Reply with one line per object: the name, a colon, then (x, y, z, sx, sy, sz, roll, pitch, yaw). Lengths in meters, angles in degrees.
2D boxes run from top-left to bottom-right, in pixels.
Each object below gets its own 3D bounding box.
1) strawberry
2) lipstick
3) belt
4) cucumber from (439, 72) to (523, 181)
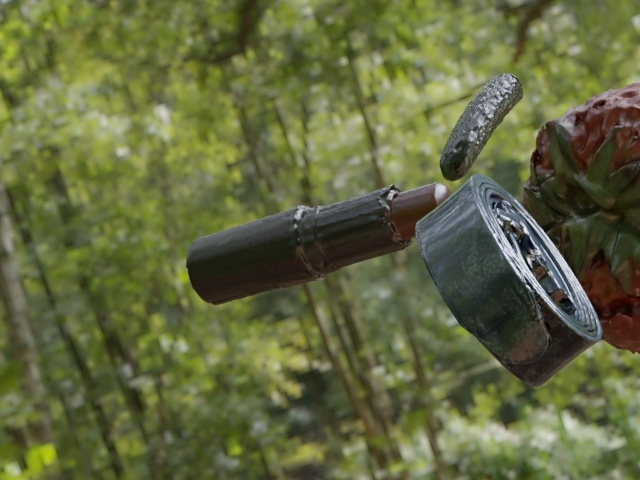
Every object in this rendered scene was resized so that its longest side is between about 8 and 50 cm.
strawberry: (0.390, -0.031, 1.983, 0.267, 0.312, 0.351, 5, 13, 36)
lipstick: (0.000, 0.000, 1.807, 0.300, 0.081, 0.081, -15, -2, 25)
belt: (0.153, 0.036, 1.450, 0.082, 0.190, 0.141, -42, -42, 19)
cucumber: (0.207, -0.148, 2.326, 0.052, 0.058, 0.214, -4, 34, 36)
